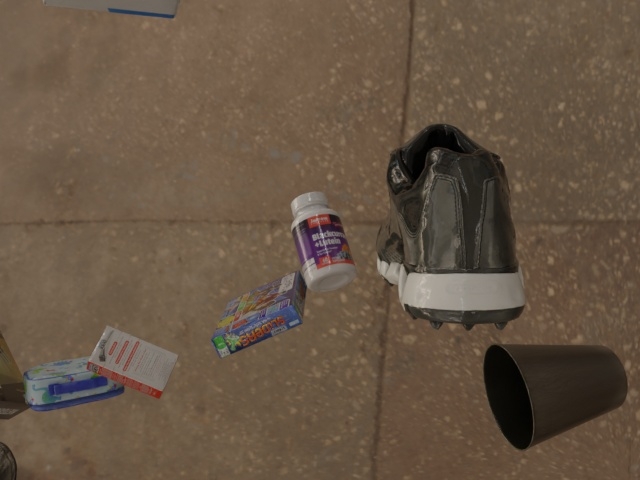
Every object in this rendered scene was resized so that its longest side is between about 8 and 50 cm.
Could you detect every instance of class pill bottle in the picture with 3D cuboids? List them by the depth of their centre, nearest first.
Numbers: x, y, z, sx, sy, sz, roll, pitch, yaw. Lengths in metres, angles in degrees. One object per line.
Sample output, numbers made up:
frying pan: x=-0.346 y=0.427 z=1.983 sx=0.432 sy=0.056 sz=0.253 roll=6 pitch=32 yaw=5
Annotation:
pill bottle: x=0.000 y=0.000 z=1.536 sx=0.108 sy=0.108 sz=0.193 roll=-24 pitch=65 yaw=14

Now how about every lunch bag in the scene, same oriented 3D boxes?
lunch bag: x=-0.572 y=0.330 z=1.712 sx=0.176 sy=0.219 sz=0.090 roll=-2 pitch=94 yaw=62

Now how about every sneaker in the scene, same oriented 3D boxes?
sneaker: x=0.076 y=-0.018 z=0.459 sx=0.078 sy=0.234 sz=0.106 roll=-1 pitch=95 yaw=1

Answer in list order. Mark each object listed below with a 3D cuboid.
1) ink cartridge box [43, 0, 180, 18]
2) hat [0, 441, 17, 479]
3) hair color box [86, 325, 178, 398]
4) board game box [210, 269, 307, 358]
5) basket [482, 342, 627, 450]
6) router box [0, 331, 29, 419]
ink cartridge box: x=-0.270 y=-0.431 z=0.939 sx=0.171 sy=0.168 sz=0.232 roll=-2 pitch=56 yaw=-24
hat: x=-0.598 y=0.390 z=1.027 sx=0.331 sy=0.134 sz=0.331 roll=-25 pitch=32 yaw=17
hair color box: x=-0.400 y=0.260 z=1.574 sx=0.167 sy=0.053 sz=0.093 roll=25 pitch=52 yaw=-7
board game box: x=-0.092 y=0.112 z=1.171 sx=0.136 sy=0.201 sz=0.035 roll=-24 pitch=101 yaw=7
basket: x=0.455 y=0.279 z=1.419 sx=0.227 sy=0.154 sz=0.204 roll=-7 pitch=66 yaw=-19
router box: x=-0.801 y=0.297 z=1.744 sx=0.081 sy=0.309 sz=0.242 roll=-28 pitch=81 yaw=-12
